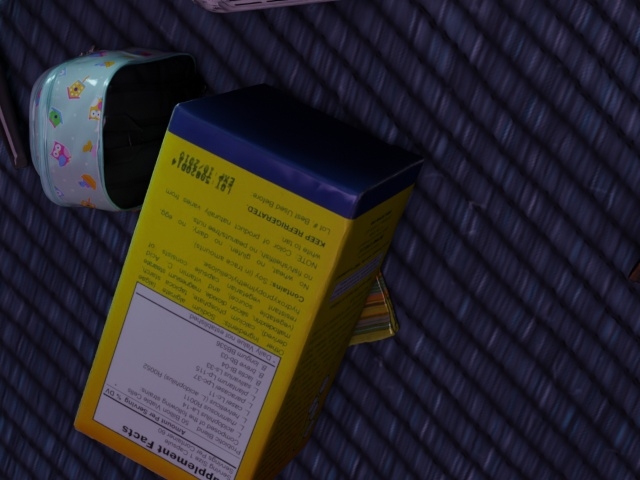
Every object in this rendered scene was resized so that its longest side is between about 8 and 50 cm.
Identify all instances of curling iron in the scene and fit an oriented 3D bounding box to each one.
[{"bbox_3d":[-0.380,-0.205,1.250,0.068,0.035,0.274,-24,95,13],"label":"curling iron"}]

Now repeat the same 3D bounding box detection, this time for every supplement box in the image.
[{"bbox_3d":[-0.071,0.052,1.125,0.194,0.195,0.356,27,112,14],"label":"supplement box"}]

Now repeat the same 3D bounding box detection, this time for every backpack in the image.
[{"bbox_3d":[-0.210,-0.111,1.144,0.144,0.188,0.166,8,106,14],"label":"backpack"}]

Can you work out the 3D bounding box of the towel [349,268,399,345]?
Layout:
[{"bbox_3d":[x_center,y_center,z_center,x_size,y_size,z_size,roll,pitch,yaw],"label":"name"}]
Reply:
[{"bbox_3d":[0.000,0.000,1.201,0.102,0.021,0.237,-16,98,18],"label":"towel"}]

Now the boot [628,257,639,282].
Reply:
[{"bbox_3d":[0.393,-0.011,1.054,0.106,0.082,0.219,45,109,5],"label":"boot"}]

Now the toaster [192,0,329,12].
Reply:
[{"bbox_3d":[-0.042,-0.296,1.074,0.227,0.129,0.146,-8,106,-7],"label":"toaster"}]
